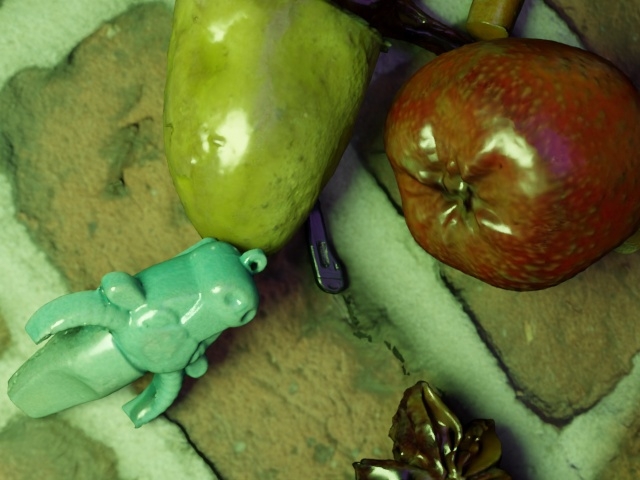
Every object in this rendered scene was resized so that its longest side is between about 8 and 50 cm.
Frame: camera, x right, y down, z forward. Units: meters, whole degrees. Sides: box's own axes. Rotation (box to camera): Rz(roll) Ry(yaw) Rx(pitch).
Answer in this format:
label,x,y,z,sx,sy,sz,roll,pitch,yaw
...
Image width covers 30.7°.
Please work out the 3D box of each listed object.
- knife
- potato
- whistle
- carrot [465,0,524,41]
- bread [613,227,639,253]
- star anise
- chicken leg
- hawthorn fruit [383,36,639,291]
label,x,y,z,sx,sy,sz,roll,pitch,yaw
knife,0.000,0.000,1.257,0.031,0.018,0.121,-10,83,-17
potato,-0.067,-0.114,1.154,0.229,0.229,0.266,18,84,-18
whistle,-0.168,0.083,1.088,0.274,0.093,0.186,-31,138,5
carrot,0.235,-0.339,1.393,0.067,0.067,0.225,29,72,-15
bread,0.344,-0.046,1.372,0.125,0.082,0.106,18,67,-21
star anise,0.118,0.264,1.195,0.190,0.125,0.220,41,44,-24
chicken leg,0.048,-0.312,1.291,0.158,0.096,0.407,-41,107,-7
hawthorn fruit,0.226,-0.086,1.236,0.299,0.275,0.275,-11,84,-19
